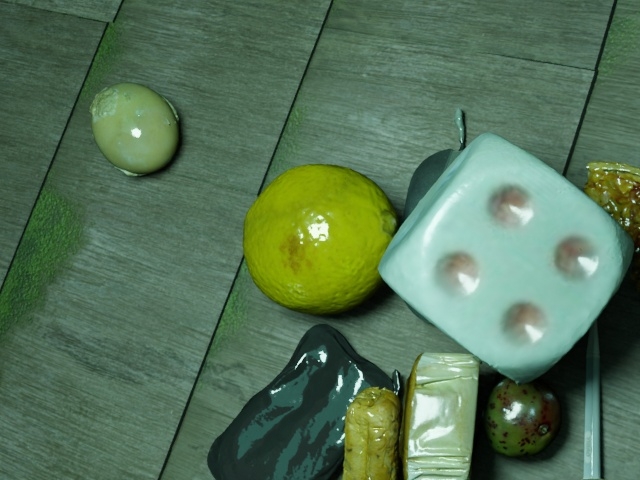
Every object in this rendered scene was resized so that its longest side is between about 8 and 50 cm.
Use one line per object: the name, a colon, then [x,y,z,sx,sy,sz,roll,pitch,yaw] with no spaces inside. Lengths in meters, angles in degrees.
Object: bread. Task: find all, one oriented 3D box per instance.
bread: [0.080,0.334,1.528,0.083,0.114,0.211,6,102,13]
bread: [0.176,0.271,1.488,0.109,0.192,0.210,5,78,11]

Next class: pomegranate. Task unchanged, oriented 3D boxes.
pomegranate: [0.291,0.256,1.487,0.130,0.130,0.130,-7,71,22]

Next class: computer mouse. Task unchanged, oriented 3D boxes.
computer mouse: [0.206,-0.051,1.644,0.167,0.090,0.379,-1,71,22]

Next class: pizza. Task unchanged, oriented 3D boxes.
pizza: [0.492,-0.007,1.503,0.161,0.085,0.305,-41,61,8]

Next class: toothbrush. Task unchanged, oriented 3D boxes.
toothbrush: [0.406,0.195,1.503,0.025,0.030,0.342,-13,66,45]

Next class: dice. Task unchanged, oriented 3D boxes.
dice: [0.258,0.021,1.434,0.268,0.264,0.262,37,95,0]

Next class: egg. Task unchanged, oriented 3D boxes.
egg: [-0.352,-0.212,1.901,0.164,0.164,0.201,-42,59,6]

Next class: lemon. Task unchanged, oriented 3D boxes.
lemon: [0.000,-0.001,1.623,0.267,0.267,0.267,-7,71,22]

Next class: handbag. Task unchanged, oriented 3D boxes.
handbag: [-0.027,0.296,1.637,0.191,0.075,0.332,41,90,26]

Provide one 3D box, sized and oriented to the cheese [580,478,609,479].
cheese: [0.430,0.464,1.374,0.163,0.082,0.286,-44,77,-9]
